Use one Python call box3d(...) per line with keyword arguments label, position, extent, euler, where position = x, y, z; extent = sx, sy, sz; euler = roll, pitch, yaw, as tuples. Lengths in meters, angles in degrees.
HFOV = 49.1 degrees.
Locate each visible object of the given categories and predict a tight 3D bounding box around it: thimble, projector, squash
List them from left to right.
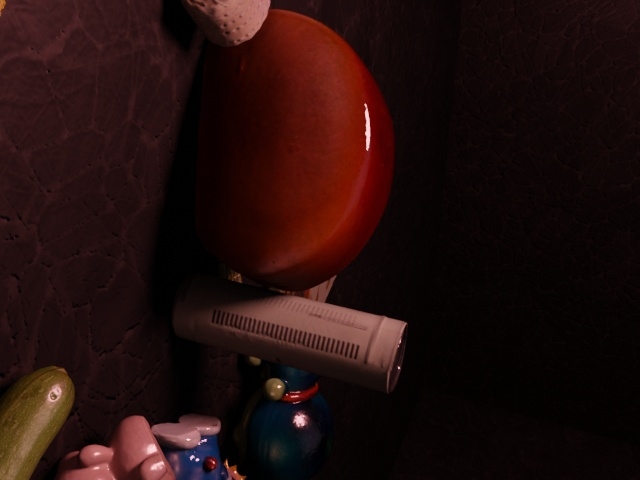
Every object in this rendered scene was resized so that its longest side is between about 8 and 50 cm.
box3d(label="squash", position=(-0.318, 0.225, 0.698), extent=(0.077, 0.068, 0.219), euler=(46, 56, -46))
box3d(label="thimble", position=(-0.124, -0.317, 0.887), extent=(0.090, 0.102, 0.115), euler=(49, 26, -67))
box3d(label="projector", position=(-0.045, 0.132, 1.026), extent=(0.108, 0.337, 0.108), euler=(12, 90, -75))

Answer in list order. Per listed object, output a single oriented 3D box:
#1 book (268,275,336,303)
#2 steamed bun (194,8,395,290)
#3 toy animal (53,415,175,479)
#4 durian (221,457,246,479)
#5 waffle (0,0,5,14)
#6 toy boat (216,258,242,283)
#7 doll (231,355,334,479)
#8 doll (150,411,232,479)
box3d(label="book", position=(0.000, 0.000, 1.539), extent=(0.300, 0.039, 0.428), euler=(78, 31, -51))
box3d(label="steamed bun", position=(-0.020, -0.122, 0.990), extent=(0.235, 0.248, 0.380), euler=(30, 60, -71))
box3d(label="toy animal", position=(-0.284, 0.303, 0.834), extent=(0.212, 0.124, 0.124), euler=(-29, 138, -23))
box3d(label="durian", position=(-0.196, 0.482, 1.173), extent=(0.132, 0.165, 0.182), euler=(49, 23, -30))
box3d(label="waffle", position=(-0.296, -0.201, 0.584), extent=(0.078, 0.016, 0.085), euler=(77, 30, -52))
box3d(label="toy boat", position=(-0.151, 0.067, 1.176), extent=(0.063, 0.016, 0.115), euler=(-56, 152, -48))
box3d(label="doll", position=(-0.066, 0.326, 1.330), extent=(0.198, 0.186, 0.322), euler=(-25, 122, -67))
box3d(label="doll", position=(-0.204, 0.393, 1.051), extent=(0.215, 0.161, 0.257), euler=(1, 85, -53))
